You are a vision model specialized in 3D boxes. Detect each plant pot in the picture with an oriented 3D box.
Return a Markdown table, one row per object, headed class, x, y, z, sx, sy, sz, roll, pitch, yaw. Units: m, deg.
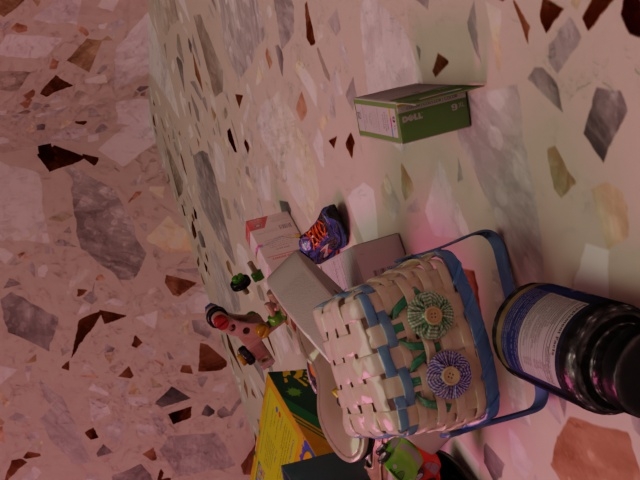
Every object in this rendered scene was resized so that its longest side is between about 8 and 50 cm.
| class | x | y | z | sx | sy | sz | roll | pitch | yaw |
| --- | --- | --- | --- | --- | --- | --- | --- | --- | --- |
| plant pot | 0.061 | 0.553 | 1.903 | 0.165 | 0.234 | 0.166 | -145 | 43 | -65 |

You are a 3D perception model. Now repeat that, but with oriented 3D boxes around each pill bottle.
| class | x | y | z | sx | sy | sz | roll | pitch | yaw |
| --- | --- | --- | --- | --- | --- | --- | --- | --- | --- |
| pill bottle | 0.294 | 0.120 | 0.978 | 0.219 | 0.122 | 0.123 | -161 | 58 | -69 |

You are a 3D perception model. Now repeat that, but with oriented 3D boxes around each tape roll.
| class | x | y | z | sx | sy | sz | roll | pitch | yaw |
| --- | --- | --- | --- | --- | --- | --- | --- | --- | --- |
| tape roll | 0.069 | 0.174 | 1.421 | 0.392 | 0.072 | 0.392 | 45 | -178 | -2 |

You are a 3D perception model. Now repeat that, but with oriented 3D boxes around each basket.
| class | x | y | z | sx | sy | sz | roll | pitch | yaw |
| --- | --- | --- | --- | --- | --- | --- | --- | --- | --- |
| basket | 0.157 | 0.135 | 1.149 | 0.201 | 0.288 | 0.255 | -26 | 81 | 56 |

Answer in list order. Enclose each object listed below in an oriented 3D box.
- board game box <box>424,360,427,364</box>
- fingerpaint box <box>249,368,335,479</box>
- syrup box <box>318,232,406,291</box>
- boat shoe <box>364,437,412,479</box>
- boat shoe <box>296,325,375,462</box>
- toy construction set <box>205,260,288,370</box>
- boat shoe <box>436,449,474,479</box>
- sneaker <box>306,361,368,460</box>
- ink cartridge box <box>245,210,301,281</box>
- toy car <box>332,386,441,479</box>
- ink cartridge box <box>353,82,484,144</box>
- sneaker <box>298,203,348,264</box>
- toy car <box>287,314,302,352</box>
| class | x | y | z | sx | sy | sz | roll | pitch | yaw |
| --- | --- | --- | --- | --- | --- | --- | --- | --- | --- |
| board game box | 0.205 | 0.271 | 1.568 | 0.090 | 0.020 | 0.090 | -128 | 28 | -51 |
| fingerpaint box | -0.032 | 0.608 | 2.225 | 0.371 | 0.163 | 0.445 | -131 | 45 | -55 |
| syrup box | 0.080 | 0.060 | 1.660 | 0.237 | 0.093 | 0.096 | 144 | 109 | -72 |
| boat shoe | 0.142 | 0.421 | 1.696 | 0.103 | 0.113 | 0.302 | 21 | 127 | 17 |
| boat shoe | 0.053 | 0.261 | 1.656 | 0.127 | 0.113 | 0.340 | -54 | 39 | 26 |
| toy construction set | -0.126 | 0.221 | 2.352 | 0.308 | 0.257 | 0.237 | 1 | 125 | 50 |
| boat shoe | 0.239 | 0.480 | 1.453 | 0.355 | 0.132 | 0.130 | -134 | 32 | -55 |
| sneaker | 0.084 | 0.296 | 1.848 | 0.321 | 0.124 | 0.180 | 47 | 146 | 36 |
| ink cartridge box | -0.098 | 0.028 | 2.161 | 0.067 | 0.115 | 0.198 | 95 | 155 | -46 |
| toy car | 0.121 | 0.318 | 1.370 | 0.239 | 0.053 | 0.225 | 44 | -179 | -5 |
| ink cartridge box | 0.137 | -0.178 | 1.244 | 0.209 | 0.108 | 0.062 | -153 | 50 | -67 |
| sneaker | 0.000 | 0.000 | 1.875 | 0.221 | 0.087 | 0.083 | 106 | 144 | -60 |
| toy car | 0.036 | 0.149 | 1.895 | 0.188 | 0.149 | 0.155 | -5 | 105 | 44 |
